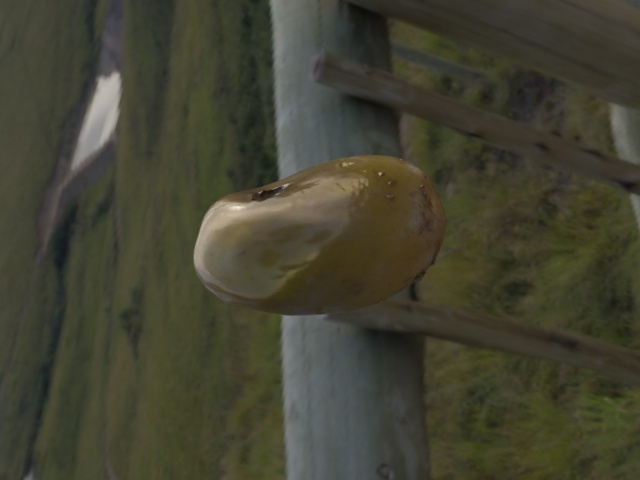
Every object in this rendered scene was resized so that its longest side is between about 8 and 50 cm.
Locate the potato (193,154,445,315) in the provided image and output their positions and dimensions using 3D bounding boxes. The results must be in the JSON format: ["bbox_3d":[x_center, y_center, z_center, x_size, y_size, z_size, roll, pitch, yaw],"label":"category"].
[{"bbox_3d":[0.000,0.000,0.969,0.150,0.234,0.146,103,149,-81],"label":"potato"}]
